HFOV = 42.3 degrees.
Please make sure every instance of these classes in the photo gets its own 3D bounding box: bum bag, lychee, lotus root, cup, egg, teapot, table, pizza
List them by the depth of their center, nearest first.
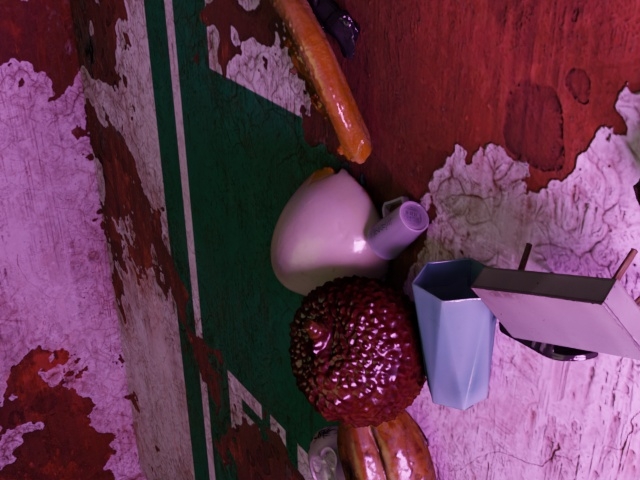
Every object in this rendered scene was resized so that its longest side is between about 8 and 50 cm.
[{"bbox_3d":[0.348,0.072,1.146,0.121,0.111,0.240,47,159,-25],"label":"table"},{"bbox_3d":[0.231,0.161,1.408,0.134,0.148,0.235,12,124,26],"label":"cup"},{"bbox_3d":[0.140,-0.033,1.510,0.116,0.074,0.104,134,138,-54],"label":"cup"},{"bbox_3d":[0.016,-0.417,1.513,0.197,0.049,0.087,54,169,27],"label":"bum bag"},{"bbox_3d":[0.071,0.202,1.528,0.276,0.304,0.275,-24,54,36],"label":"lychee"},{"bbox_3d":[-0.004,-0.310,1.534,0.365,0.074,0.182,65,171,-10],"label":"pizza"},{"bbox_3d":[0.002,0.004,1.648,0.264,0.174,0.286,55,143,19],"label":"egg"},{"bbox_3d":[0.135,0.447,1.679,0.193,0.193,0.291,-26,81,60],"label":"lotus root"},{"bbox_3d":[0.038,0.550,1.925,0.208,0.166,0.299,41,130,23],"label":"teapot"}]

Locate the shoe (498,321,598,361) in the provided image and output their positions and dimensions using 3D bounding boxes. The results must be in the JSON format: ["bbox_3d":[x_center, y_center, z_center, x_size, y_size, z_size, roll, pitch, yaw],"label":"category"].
[{"bbox_3d":[0.341,0.135,1.263,0.179,0.071,0.049,24,122,58],"label":"shoe"}]

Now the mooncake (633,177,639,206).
[{"bbox_3d":[0.440,-0.046,0.987,0.130,0.073,0.125,64,151,16],"label":"mooncake"}]
